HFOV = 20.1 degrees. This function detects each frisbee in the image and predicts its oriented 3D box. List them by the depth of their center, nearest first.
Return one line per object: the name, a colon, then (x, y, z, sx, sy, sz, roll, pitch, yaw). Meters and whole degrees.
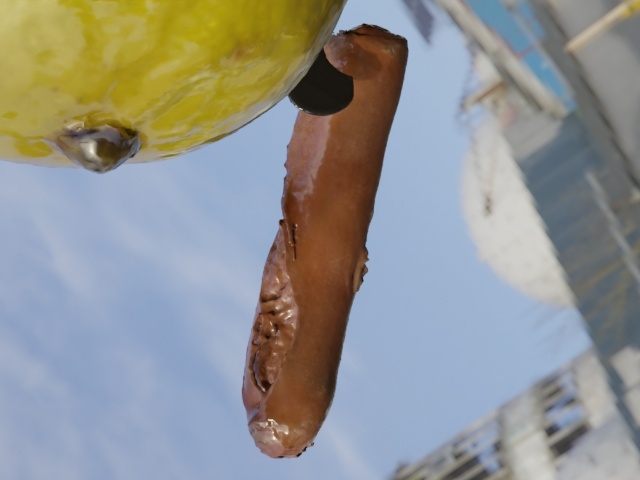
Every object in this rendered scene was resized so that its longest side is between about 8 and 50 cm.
frisbee: (-0.065, -0.186, 1.282, 0.187, 0.012, 0.211, 12, -127, -15)

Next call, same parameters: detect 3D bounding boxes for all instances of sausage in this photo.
sausage: (0.000, -0.001, 1.335, 0.079, 0.326, 0.087, 13, 177, -5)

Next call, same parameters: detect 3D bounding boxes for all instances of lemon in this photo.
lemon: (-0.117, -0.181, 0.871, 0.297, 0.297, 0.297, 46, -160, -22)
